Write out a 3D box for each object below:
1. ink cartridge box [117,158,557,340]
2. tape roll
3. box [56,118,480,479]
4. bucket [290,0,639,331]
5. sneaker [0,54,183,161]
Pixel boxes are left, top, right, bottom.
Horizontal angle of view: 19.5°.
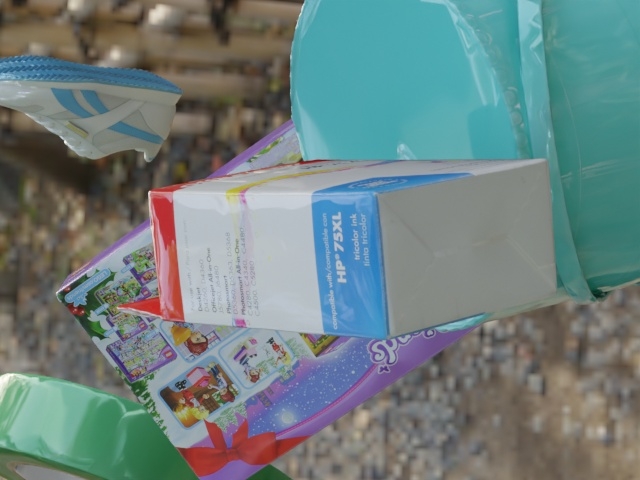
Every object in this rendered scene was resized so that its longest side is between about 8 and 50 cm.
[{"bbox_3d":[0.000,0.000,1.030,0.231,0.134,0.078,2,101,47],"label":"ink cartridge box"},{"bbox_3d":[-0.175,0.224,1.782,0.321,0.321,0.077,-23,43,66],"label":"tape roll"},{"bbox_3d":[-0.019,0.032,1.384,0.201,0.293,0.057,54,-169,-10],"label":"box"},{"bbox_3d":[0.121,-0.082,1.178,0.281,0.183,0.281,36,136,45],"label":"bucket"},{"bbox_3d":[-0.255,-0.135,1.940,0.087,0.228,0.092,41,119,54],"label":"sneaker"}]
